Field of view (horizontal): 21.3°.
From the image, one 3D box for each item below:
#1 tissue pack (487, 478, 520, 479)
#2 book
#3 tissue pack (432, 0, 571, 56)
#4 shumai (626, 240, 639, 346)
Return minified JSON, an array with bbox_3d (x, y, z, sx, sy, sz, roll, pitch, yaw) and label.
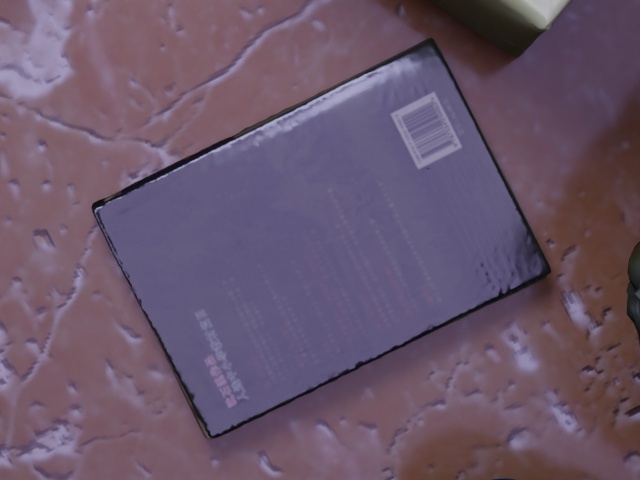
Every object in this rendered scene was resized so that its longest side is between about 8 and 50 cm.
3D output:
[{"bbox_3d":[0.103,0.282,0.929,0.198,0.206,0.287,23,89,9],"label":"tissue pack"},{"bbox_3d":[0.000,0.000,1.006,0.228,0.024,0.160,-26,90,1],"label":"book"},{"bbox_3d":[0.058,-0.216,0.935,0.234,0.159,0.125,38,91,0],"label":"tissue pack"},{"bbox_3d":[0.306,0.051,0.858,0.395,0.348,0.395,3,82,-21],"label":"shumai"}]
